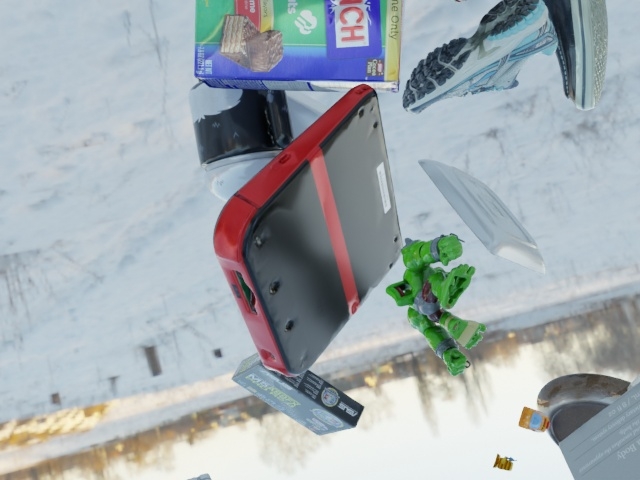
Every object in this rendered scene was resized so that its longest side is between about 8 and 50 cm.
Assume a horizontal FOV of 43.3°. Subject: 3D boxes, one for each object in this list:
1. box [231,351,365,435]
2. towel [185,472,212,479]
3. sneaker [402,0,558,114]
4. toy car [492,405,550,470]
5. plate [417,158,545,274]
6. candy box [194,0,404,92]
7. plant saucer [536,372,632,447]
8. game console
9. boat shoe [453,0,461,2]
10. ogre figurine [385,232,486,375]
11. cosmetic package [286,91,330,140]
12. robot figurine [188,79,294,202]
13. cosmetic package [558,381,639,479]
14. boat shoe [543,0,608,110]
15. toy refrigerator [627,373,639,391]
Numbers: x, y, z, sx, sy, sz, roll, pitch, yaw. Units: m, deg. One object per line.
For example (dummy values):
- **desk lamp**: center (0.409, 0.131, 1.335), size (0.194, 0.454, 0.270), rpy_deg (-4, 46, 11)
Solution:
- **box**: center (-0.058, 0.359, 1.904), size (0.060, 0.270, 0.216), rpy_deg (-61, -168, -27)
- **towel**: center (-0.195, 0.427, 0.876), size (0.235, 0.283, 0.121), rpy_deg (-13, 155, -26)
- **sneaker**: center (0.268, -0.281, 1.347), size (0.283, 0.110, 0.122), rpy_deg (-32, 125, 25)
- **toy car**: center (0.318, 0.312, 1.243), size (0.040, 0.122, 0.060), rpy_deg (11, 152, 48)
- **plate**: center (0.356, -0.059, 1.718), size (0.045, 0.278, 0.277), rpy_deg (-47, 145, 21)
- **candy box**: center (-0.027, -0.371, 1.249), size (0.317, 0.268, 0.122), rpy_deg (2, -176, 5)
- **plant saucer**: center (0.603, 0.401, 1.697), size (0.310, 0.310, 0.050), rpy_deg (-23, -155, 46)
- **game console**: center (0.000, 0.000, 1.242), size (0.342, 0.060, 0.386), rpy_deg (-49, 146, -27)
- **boat shoe**: center (0.234, -0.496, 1.478), size (0.043, 0.137, 0.049), rpy_deg (-5, -135, 53)
- **ogre figurine**: center (0.153, 0.072, 1.086), size (0.097, 0.197, 0.118), rpy_deg (-37, -146, -14)
- **cosmetic package**: center (-0.068, -0.213, 1.782), size (0.217, 0.156, 0.385), rpy_deg (-60, -179, 9)
- **robot figurine**: center (-0.143, -0.204, 1.473), size (0.173, 0.278, 0.209), rpy_deg (-10, 177, -4)
- **cosmetic package**: center (0.299, 0.234, 0.627), size (0.107, 0.238, 0.127), rpy_deg (34, 113, -26)
- **boat shoe**: center (0.431, -0.485, 1.508), size (0.156, 0.500, 0.187), rpy_deg (-9, -165, 31)
- **toy refrigerator**: center (0.704, 0.323, 1.459), size (0.269, 0.094, 0.102), rpy_deg (17, 145, 5)
